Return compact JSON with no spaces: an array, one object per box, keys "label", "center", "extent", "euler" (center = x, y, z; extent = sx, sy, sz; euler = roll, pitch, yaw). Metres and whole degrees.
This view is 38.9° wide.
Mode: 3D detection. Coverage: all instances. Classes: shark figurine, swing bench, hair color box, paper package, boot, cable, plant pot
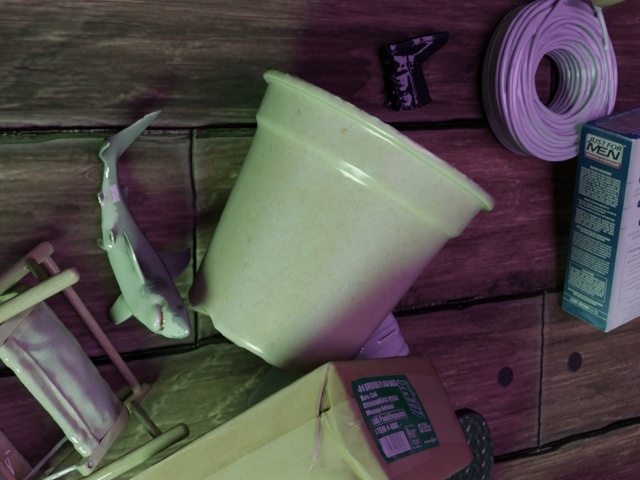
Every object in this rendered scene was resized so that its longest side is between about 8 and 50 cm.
[{"label":"shark figurine","center":[-0.213,-0.005,1.124],"extent":[0.116,0.166,0.278],"euler":[-12,80,-36]},{"label":"swing bench","center":[-0.337,0.183,1.036],"extent":[0.255,0.165,0.253],"euler":[-36,115,-17]},{"label":"hair color box","center":[0.512,-0.039,1.508],"extent":[0.174,0.105,0.347],"euler":[-19,122,-31]},{"label":"paper package","center":[-0.006,0.275,1.089],"extent":[0.168,0.310,0.325],"euler":[62,18,17]},{"label":"boot","center":[0.024,0.194,1.294],"extent":[0.258,0.095,0.123],"euler":[-39,108,-23]},{"label":"cable","center":[0.365,-0.256,1.446],"extent":[0.257,0.089,0.257],"euler":[-39,117,-21]},{"label":"boot","center":[0.144,-0.249,1.335],"extent":[0.121,0.045,0.099],"euler":[-21,105,-20]},{"label":"plant pot","center":[0.000,0.000,1.146],"extent":[0.334,0.334,0.305],"euler":[29,92,-32]}]

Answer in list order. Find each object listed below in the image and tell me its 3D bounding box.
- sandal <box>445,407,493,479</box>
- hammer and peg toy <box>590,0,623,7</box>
[{"label":"sandal","center":[0.147,0.455,1.421],"extent":[0.168,0.107,0.445],"euler":[3,108,-33]},{"label":"hammer and peg toy","center":[0.496,-0.511,1.437],"extent":[0.266,0.127,0.361],"euler":[16,78,-33]}]
